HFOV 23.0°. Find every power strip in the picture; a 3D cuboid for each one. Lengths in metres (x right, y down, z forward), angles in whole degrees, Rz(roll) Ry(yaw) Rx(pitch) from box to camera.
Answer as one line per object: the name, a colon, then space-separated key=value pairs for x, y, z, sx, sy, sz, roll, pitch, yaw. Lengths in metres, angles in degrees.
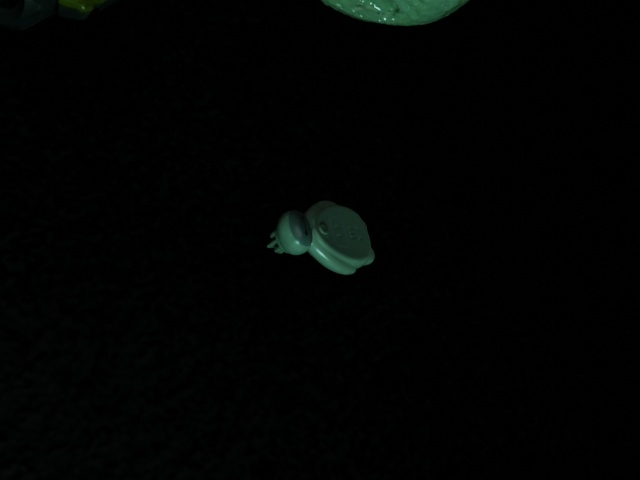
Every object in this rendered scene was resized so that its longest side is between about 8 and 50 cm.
power strip: x=0.000 y=0.000 z=1.065 sx=0.083 sy=0.035 sz=0.055 roll=6 pitch=60 yaw=-45

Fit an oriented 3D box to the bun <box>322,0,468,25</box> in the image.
bun: x=0.057 y=-0.266 z=1.198 sx=0.221 sy=0.108 sz=0.221 roll=15 pitch=57 yaw=-25

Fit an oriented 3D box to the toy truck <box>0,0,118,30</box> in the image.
toy truck: x=-0.177 y=-0.258 z=1.009 sx=0.224 sy=0.165 sz=0.147 roll=50 pitch=50 yaw=3
